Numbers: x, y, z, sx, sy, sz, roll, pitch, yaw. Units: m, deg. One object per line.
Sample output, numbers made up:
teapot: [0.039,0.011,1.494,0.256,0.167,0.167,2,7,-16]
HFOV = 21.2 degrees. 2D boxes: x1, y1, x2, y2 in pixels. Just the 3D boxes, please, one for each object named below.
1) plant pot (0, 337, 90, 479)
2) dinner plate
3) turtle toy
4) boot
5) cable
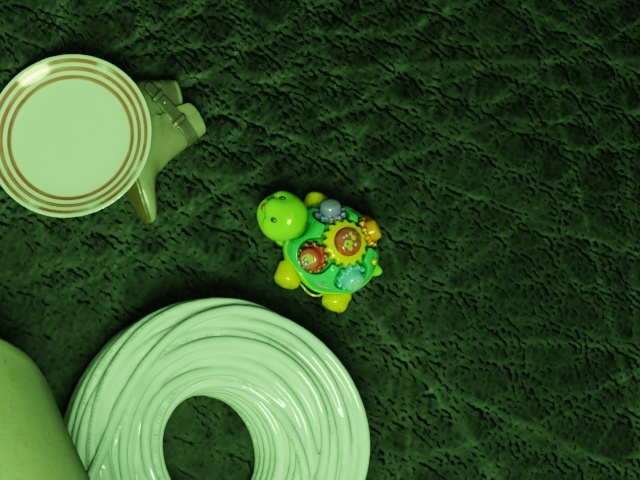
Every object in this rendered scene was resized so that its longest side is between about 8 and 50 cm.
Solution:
plant pot: [-0.267,0.242,1.191,0.333,0.334,0.305,-3,46,-23]
dinner plate: [-0.211,-0.087,1.438,0.141,0.017,0.141,-1,78,4]
turtle toy: [0.000,0.000,1.502,0.130,0.066,0.095,26,71,-16]
boot: [-0.138,-0.082,1.476,0.087,0.042,0.118,-23,90,-28]
cable: [-0.088,0.178,1.419,0.257,0.089,0.257,17,73,-20]
